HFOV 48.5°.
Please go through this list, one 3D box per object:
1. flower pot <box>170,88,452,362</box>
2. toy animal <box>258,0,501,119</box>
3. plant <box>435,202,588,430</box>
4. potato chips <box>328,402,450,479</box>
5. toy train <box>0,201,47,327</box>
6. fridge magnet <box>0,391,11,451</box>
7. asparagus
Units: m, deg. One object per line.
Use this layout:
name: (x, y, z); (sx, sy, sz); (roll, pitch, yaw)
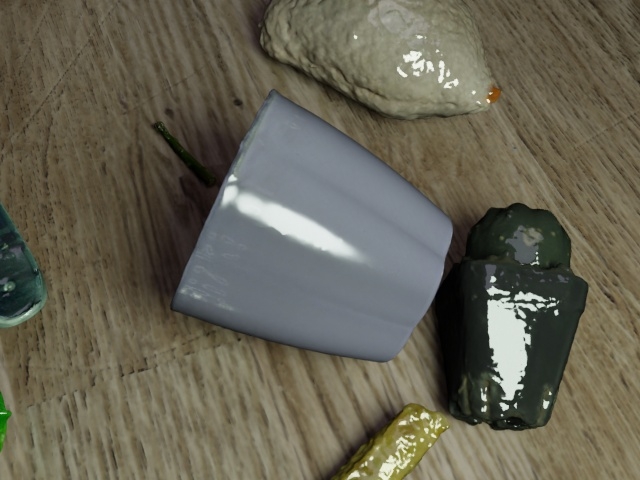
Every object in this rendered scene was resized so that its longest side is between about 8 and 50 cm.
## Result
flower pot: (0.000, 0.000, 0.776); (0.243, 0.265, 0.265); (22, 56, -6)
toy animal: (0.101, -0.294, 1.009); (0.358, 0.188, 0.226); (32, 64, 12)
plant: (0.207, 0.081, 0.799); (0.141, 0.164, 0.256); (13, 67, 1)
potato chips: (-0.020, 0.307, 0.664); (0.057, 0.080, 0.407); (45, 59, 1)
toy train: (-0.425, -0.045, 0.827); (0.086, 0.088, 0.407); (-29, 66, -22)
fridge magnet: (-0.400, 0.161, 0.665); (0.208, 0.088, 0.208); (28, 34, -21)
asparagus: (-0.184, -0.117, 0.953); (0.127, 0.018, 0.015); (45, 27, 20)
